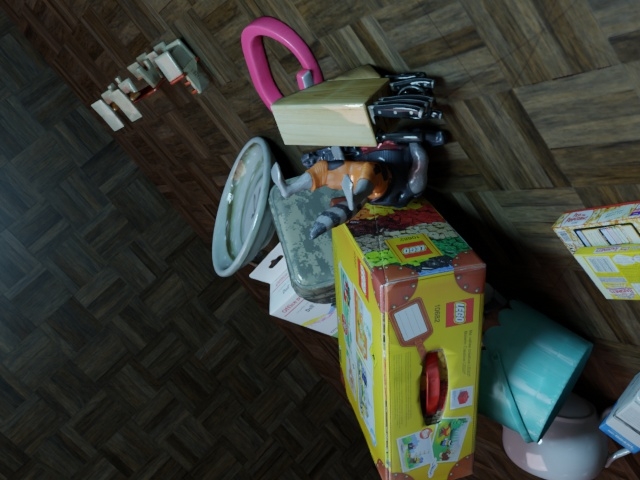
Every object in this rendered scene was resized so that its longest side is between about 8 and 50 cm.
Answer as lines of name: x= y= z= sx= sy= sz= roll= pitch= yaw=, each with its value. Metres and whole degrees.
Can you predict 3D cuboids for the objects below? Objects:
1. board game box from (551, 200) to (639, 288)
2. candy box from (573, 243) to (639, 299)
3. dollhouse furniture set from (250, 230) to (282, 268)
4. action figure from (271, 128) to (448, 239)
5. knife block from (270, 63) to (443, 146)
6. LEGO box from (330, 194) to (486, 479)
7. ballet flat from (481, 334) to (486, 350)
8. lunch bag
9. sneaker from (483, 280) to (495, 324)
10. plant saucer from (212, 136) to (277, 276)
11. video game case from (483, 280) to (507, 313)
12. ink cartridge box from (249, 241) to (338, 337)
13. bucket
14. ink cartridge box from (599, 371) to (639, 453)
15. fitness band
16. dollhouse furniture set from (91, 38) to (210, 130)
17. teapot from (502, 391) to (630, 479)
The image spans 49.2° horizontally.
board game box: x=0.492 y=0.011 z=1.132 sx=0.146 sy=0.045 sz=0.193 roll=49 pitch=161 yaw=-13
candy box: x=0.500 y=0.049 z=1.081 sx=0.105 sy=0.027 sz=0.206 roll=47 pitch=161 yaw=-15
dollhouse furniture set: x=-0.062 y=0.018 z=2.050 sx=0.242 sy=0.212 sz=0.161 roll=25 pitch=177 yaw=-37
action figure: x=0.066 y=-0.111 z=1.351 sx=0.341 sy=0.330 sz=0.178 roll=-4 pitch=96 yaw=47
knife block: x=0.067 y=-0.218 z=1.234 sx=0.242 sy=0.276 sz=0.088 roll=-112 pitch=1 yaw=-58
LEGO box: x=0.166 y=0.191 z=1.443 sx=0.372 sy=0.193 sz=0.500 roll=-117 pitch=20 yaw=-59
ballet flat: x=0.422 y=0.269 z=1.788 sx=0.206 sy=0.073 sz=0.067 roll=15 pitch=131 yaw=49
lunch bag: x=0.000 y=0.000 z=1.759 sx=0.256 sy=0.213 sz=0.305 roll=94 pitch=159 yaw=-70
sneaker: x=0.330 y=0.171 z=1.647 sx=0.100 sy=0.108 sz=0.271 roll=35 pitch=160 yaw=22
plant saucer: x=-0.189 y=-0.085 z=1.942 sx=0.101 sy=0.400 sz=0.400 roll=15 pitch=172 yaw=-22
video game case: x=0.354 y=0.109 z=1.662 sx=0.157 sy=0.019 sz=0.143 roll=44 pitch=161 yaw=4
ink cartridge box: x=-0.006 y=0.148 z=1.979 sx=0.354 sy=0.119 sz=0.207 roll=22 pitch=132 yaw=-26
bucket: x=0.436 y=0.279 z=1.483 sx=0.183 sy=0.281 sz=0.281 roll=29 pitch=156 yaw=27
ink cartridge box: x=0.623 y=0.298 z=1.303 sx=0.086 sy=0.148 sz=0.203 roll=39 pitch=161 yaw=20
fitness band: x=-0.078 y=-0.358 z=1.532 sx=0.209 sy=0.054 sz=0.290 roll=37 pitch=159 yaw=28
dollhouse furniture set: x=-0.439 y=-0.417 z=1.873 sx=0.259 sy=0.262 sz=0.135 roll=-18 pitch=123 yaw=34
teapot: x=0.554 y=0.425 z=1.616 sx=0.252 sy=0.256 sz=0.187 roll=-143 pitch=57 yaw=-64
